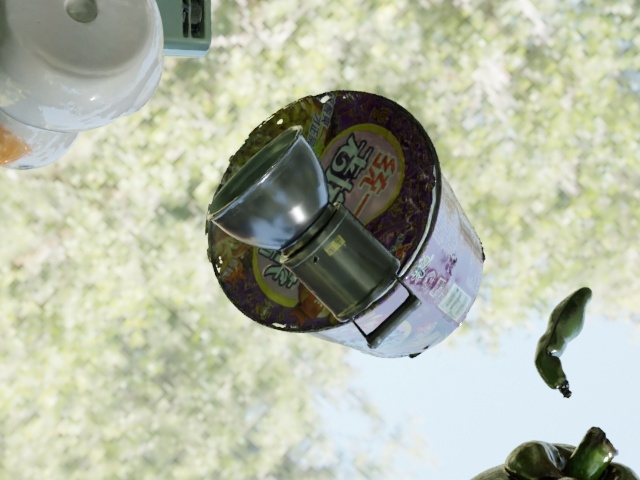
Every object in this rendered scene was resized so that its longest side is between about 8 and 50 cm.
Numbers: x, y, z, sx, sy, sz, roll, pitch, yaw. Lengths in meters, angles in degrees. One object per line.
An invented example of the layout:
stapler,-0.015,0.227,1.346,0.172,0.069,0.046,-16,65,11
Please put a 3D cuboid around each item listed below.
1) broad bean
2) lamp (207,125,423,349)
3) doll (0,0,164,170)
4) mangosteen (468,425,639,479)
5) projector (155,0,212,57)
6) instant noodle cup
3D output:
broad bean,0.331,0.134,2.072,0.046,0.061,0.195,117,-5,-48
lamp,0.000,0.000,1.695,0.147,0.227,0.172,-44,-167,2
doll,-0.279,-0.179,1.541,0.221,0.221,0.251,-26,-146,50
mangosteen,0.310,0.408,1.979,0.300,0.300,0.300,-42,-163,15
projector,-0.248,-0.365,1.963,0.198,0.250,0.108,-6,-174,-43
instant noodle cup,0.054,0.000,2.004,0.339,0.266,0.340,-10,-114,24
